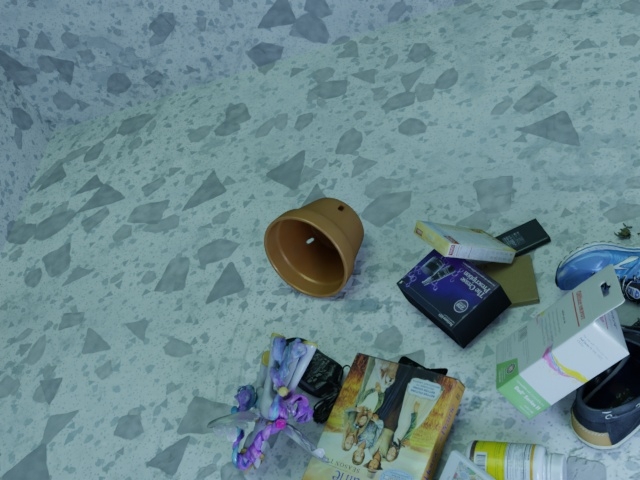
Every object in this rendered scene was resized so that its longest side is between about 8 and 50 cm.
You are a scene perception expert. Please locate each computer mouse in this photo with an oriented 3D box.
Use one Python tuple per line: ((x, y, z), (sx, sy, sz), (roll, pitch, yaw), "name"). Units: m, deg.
((-0.021, 0.378, 2.132), (0.188, 0.072, 0.272), (-44, 56, -17), "computer mouse")

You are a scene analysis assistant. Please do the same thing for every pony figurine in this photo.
((-0.118, 0.423, 1.924), (0.302, 0.351, 0.363), (20, 75, -7), "pony figurine")

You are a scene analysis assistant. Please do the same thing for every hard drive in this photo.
((0.584, -0.004, 2.211), (0.135, 0.022, 0.094), (-26, 42, 3), "hard drive")

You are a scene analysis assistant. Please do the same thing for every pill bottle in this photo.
((0.438, 0.515, 1.717), (0.215, 0.117, 0.117), (-3, 48, 25), "pill bottle")

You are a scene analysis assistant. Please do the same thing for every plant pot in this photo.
((0.000, 0.000, 2.345), (0.291, 0.291, 0.203), (7, 37, 32), "plant pot")

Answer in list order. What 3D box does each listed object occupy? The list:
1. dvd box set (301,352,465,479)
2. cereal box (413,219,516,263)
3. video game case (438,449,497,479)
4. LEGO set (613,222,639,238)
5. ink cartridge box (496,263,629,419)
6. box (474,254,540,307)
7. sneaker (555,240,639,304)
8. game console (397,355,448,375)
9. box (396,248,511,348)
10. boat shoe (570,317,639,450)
((0.142, 0.503, 1.875), (0.307, 0.062, 0.420), (10, 64, 36), "dvd box set")
((0.405, 0.005, 2.151), (0.240, 0.047, 0.173), (6, 20, -28), "cereal box")
((0.335, 0.608, 1.662), (0.227, 0.026, 0.206), (31, 106, 43), "video game case")
((0.848, -0.021, 2.096), (0.083, 0.023, 0.054), (7, 54, 16), "LEGO set")
((0.578, 0.232, 1.764), (0.353, 0.119, 0.207), (-43, 9, 26), "ink cartridge box")
((0.499, 0.124, 2.134), (0.201, 0.021, 0.164), (-12, 45, 16), "box")
((0.770, 0.085, 1.953), (0.330, 0.130, 0.147), (-11, 43, 18), "sneaker")
((0.240, 0.372, 1.975), (0.124, 0.085, 0.144), (29, 62, 9), "game console")
((0.362, 0.146, 2.101), (0.184, 0.103, 0.261), (-44, 40, -4), "box")
((0.762, 0.268, 1.762), (0.500, 0.156, 0.187), (-40, 42, -15), "boat shoe")
